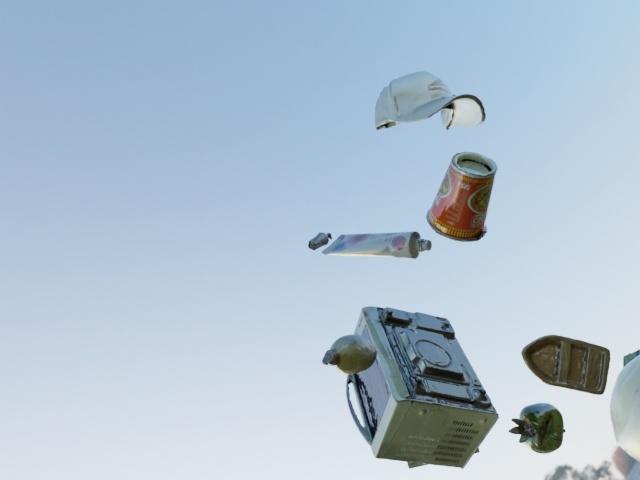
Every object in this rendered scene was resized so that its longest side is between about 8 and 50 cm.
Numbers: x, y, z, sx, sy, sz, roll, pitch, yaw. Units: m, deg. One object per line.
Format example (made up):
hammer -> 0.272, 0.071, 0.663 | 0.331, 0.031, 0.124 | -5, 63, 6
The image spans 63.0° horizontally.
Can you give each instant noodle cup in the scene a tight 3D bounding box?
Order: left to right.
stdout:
instant noodle cup -> 0.423, -0.134, 1.523 | 0.193, 0.193, 0.212 | -23, -42, -32

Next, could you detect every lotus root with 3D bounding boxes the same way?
lotus root -> 0.072, 0.266, 1.225 | 0.183, 0.090, 0.077 | 9, -61, -56

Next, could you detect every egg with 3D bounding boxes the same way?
egg -> 0.814, 0.382, 1.127 | 0.283, 0.345, 0.283 | -11, -74, -45

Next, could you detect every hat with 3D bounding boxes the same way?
hat -> 0.309, -0.396, 1.449 | 0.258, 0.301, 0.168 | -6, -81, -24

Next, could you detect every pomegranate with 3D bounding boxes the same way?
pomegranate -> 0.670, 0.578, 1.615 | 0.191, 0.131, 0.152 | 20, -116, -39

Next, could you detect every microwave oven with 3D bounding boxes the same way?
microwave oven -> 0.267, 0.398, 1.502 | 0.333, 0.394, 0.247 | 13, -64, -16

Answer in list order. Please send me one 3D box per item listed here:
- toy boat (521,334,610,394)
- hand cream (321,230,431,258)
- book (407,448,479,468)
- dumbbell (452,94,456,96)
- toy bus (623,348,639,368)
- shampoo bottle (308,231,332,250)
toy boat -> 0.556, 0.282, 1.207 | 0.061, 0.188, 0.116 | 64, -140, -75
hand cream -> 0.167, 0.009, 1.536 | 0.124, 0.341, 0.078 | -42, -56, -43
book -> 0.386, 0.647, 1.730 | 0.242, 0.018, 0.170 | -16, -92, 5
dumbbell -> 0.444, -0.425, 1.667 | 0.069, 0.147, 0.069 | -36, -42, -40
toy bus -> 1.130, 0.469, 1.667 | 0.113, 0.302, 0.139 | -51, -5, -48
shampoo bottle -> 0.000, 0.000, 1.717 | 0.048, 0.027, 0.137 | 62, -150, -2
